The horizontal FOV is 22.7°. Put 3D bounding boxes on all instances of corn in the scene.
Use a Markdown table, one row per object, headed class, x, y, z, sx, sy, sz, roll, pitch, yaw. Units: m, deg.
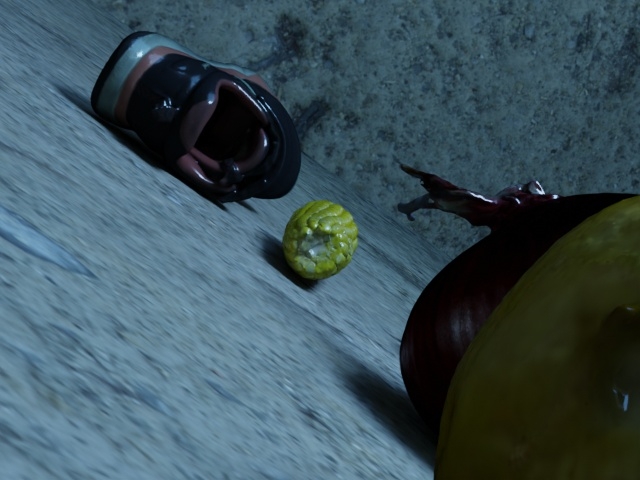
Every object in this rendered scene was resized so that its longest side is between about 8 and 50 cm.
| class | x | y | z | sx | sy | sz | roll | pitch | yaw |
| --- | --- | --- | --- | --- | --- | --- | --- | --- | --- |
| corn | 0.000 | 0.000 | 1.417 | 0.067 | 0.067 | 0.206 | 38 | 5 | -2 |

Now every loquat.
| class | x | y | z | sx | sy | sz | roll | pitch | yaw |
| --- | --- | --- | --- | --- | --- | --- | --- | --- | --- |
| loquat | 0.194 | 0.109 | 0.699 | 0.284 | 0.276 | 0.276 | 27 | 11 | -41 |

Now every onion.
| class | x | y | z | sx | sy | sz | roll | pitch | yaw |
| --- | --- | --- | --- | --- | --- | --- | --- | --- | --- |
| onion | 0.175 | 0.044 | 1.124 | 0.273 | 0.273 | 0.285 | 27 | 39 | -65 |

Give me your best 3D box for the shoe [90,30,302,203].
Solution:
| class | x | y | z | sx | sy | sz | roll | pitch | yaw |
| --- | --- | --- | --- | --- | --- | --- | --- | --- | --- |
| shoe | -0.080 | -0.099 | 1.462 | 0.137 | 0.114 | 0.291 | 35 | 5 | 31 |
